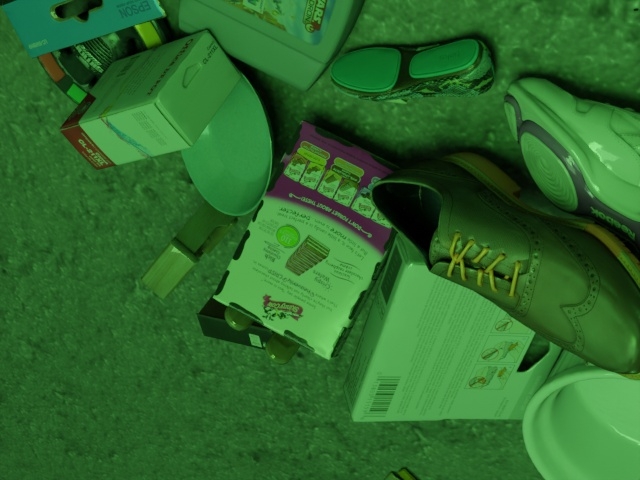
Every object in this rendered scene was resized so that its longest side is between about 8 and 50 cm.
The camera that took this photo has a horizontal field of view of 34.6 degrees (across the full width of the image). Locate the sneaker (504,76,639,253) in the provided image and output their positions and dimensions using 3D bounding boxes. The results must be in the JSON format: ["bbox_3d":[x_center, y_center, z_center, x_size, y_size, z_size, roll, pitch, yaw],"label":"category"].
[{"bbox_3d":[0.314,-0.073,1.004,0.305,0.152,0.114,43,163,26],"label":"sneaker"}]

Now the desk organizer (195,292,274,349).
[{"bbox_3d":[-0.111,0.119,1.511,0.130,0.050,0.047,10,133,27],"label":"desk organizer"}]

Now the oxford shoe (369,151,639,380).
[{"bbox_3d":[0.181,0.028,1.005,0.364,0.133,0.130,40,130,49],"label":"oxford shoe"}]

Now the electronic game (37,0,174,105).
[{"bbox_3d":[-0.274,-0.242,1.283,0.229,0.048,0.229,19,137,19],"label":"electronic game"}]

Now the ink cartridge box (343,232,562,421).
[{"bbox_3d":[0.175,0.112,1.242,0.239,0.060,0.275,2,131,-17],"label":"ink cartridge box"}]

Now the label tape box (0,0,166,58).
[{"bbox_3d":[-0.305,-0.389,1.121,0.241,0.106,0.333,-6,125,37],"label":"label tape box"}]

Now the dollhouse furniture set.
[{"bbox_3d":[-0.081,0.055,1.344,0.242,0.161,0.212,40,139,-5],"label":"dollhouse furniture set"}]

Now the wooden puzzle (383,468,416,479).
[{"bbox_3d":[0.132,0.404,1.643,0.078,0.014,0.116,40,139,2],"label":"wooden puzzle"}]

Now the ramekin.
[{"bbox_3d":[0.386,0.208,1.189,0.277,0.135,0.277,18,136,19],"label":"ramekin"}]

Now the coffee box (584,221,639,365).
[{"bbox_3d":[0.389,0.049,1.032,0.246,0.141,0.098,-3,128,36],"label":"coffee box"}]

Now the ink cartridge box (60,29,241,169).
[{"bbox_3d":[-0.195,-0.158,1.178,0.175,0.127,0.072,-7,132,42],"label":"ink cartridge box"}]

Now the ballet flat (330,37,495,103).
[{"bbox_3d":[0.099,-0.170,1.090,0.188,0.070,0.070,4,130,37],"label":"ballet flat"}]

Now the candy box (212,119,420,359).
[{"bbox_3d":[0.000,0.000,1.200,0.159,0.233,0.071,28,-178,10],"label":"candy box"}]

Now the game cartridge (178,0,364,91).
[{"bbox_3d":[-0.043,-0.299,1.069,0.198,0.062,0.297,31,139,12],"label":"game cartridge"}]

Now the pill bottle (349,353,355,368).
[{"bbox_3d":[0.101,0.143,1.361,0.086,0.086,0.152,32,138,4],"label":"pill bottle"}]

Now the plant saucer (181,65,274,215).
[{"bbox_3d":[-0.107,-0.128,1.249,0.195,0.037,0.195,24,122,44],"label":"plant saucer"}]
